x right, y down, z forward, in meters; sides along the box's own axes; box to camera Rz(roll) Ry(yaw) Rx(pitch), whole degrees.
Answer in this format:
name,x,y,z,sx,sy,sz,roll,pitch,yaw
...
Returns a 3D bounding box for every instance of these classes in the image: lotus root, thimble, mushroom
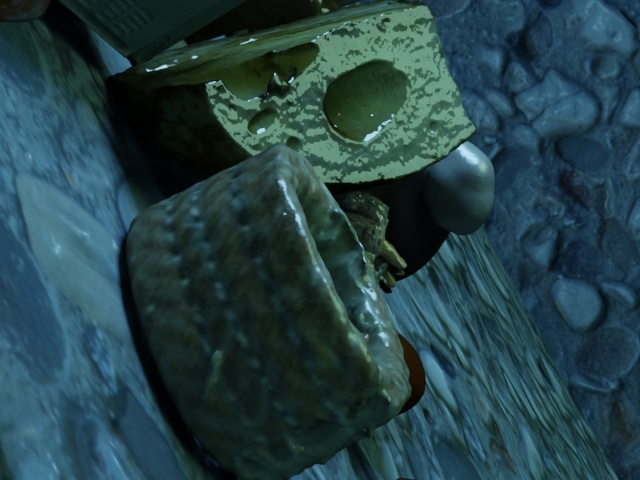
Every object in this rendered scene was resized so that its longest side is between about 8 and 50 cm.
name,x,y,z,sx,sy,sz,roll,pitch,yaw
lotus root,-0.016,-0.114,1.284,0.210,0.314,0.142,16,-60,60
thimble,-0.034,0.049,1.071,0.196,0.148,0.229,54,12,-30
mushroom,-0.050,-0.268,1.500,0.278,0.278,0.146,-30,104,-78

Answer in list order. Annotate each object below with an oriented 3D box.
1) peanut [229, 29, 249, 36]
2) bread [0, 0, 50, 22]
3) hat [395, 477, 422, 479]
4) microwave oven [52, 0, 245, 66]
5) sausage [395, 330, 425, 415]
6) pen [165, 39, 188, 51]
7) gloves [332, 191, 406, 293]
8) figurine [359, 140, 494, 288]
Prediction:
name,x,y,z,sx,sy,sz,roll,pitch,yaw
peanut,0.006,-0.225,1.789,0.298,0.120,0.136,32,-18,1
bread,-0.241,-0.228,0.881,0.244,0.123,0.190,63,10,1
hat,0.101,0.294,1.228,0.205,0.089,0.205,55,9,-13
microwave oven,-0.185,-0.327,1.203,0.237,0.181,0.295,38,26,-59
sausage,0.018,0.095,1.340,0.300,0.083,0.089,36,32,-62
pen,-0.155,-0.202,1.407,0.269,0.033,0.033,52,15,-39
gloves,-0.003,-0.003,1.314,0.110,0.144,0.094,146,-51,-63
figurine,0.026,-0.090,1.534,0.206,0.218,0.365,23,23,-19
